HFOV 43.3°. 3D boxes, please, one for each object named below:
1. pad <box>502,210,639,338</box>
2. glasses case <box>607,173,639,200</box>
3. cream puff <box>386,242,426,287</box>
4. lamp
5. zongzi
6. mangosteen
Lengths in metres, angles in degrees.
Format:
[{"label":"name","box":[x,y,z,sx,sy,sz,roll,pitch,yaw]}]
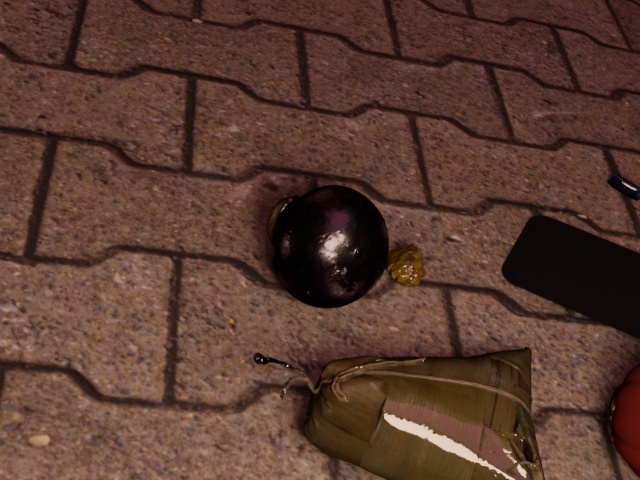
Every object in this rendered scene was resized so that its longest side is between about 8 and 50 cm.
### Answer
[{"label":"pad","box":[0.575,0.078,1.634,0.375,0.063,0.315,25,46,18]},{"label":"glasses case","box":[0.698,-0.120,1.844,0.083,0.033,0.023,33,58,11]},{"label":"cream puff","box":[0.160,0.044,1.490,0.083,0.058,0.083,37,50,17]},{"label":"lamp","box":[0.577,0.293,1.325,0.226,0.227,0.227,10,47,-11]},{"label":"zongzi","box":[0.132,0.224,1.266,0.446,0.182,0.418,22,31,5]},{"label":"mangosteen","box":[0.000,0.000,1.394,0.211,0.212,0.250,-11,25,-27]}]
